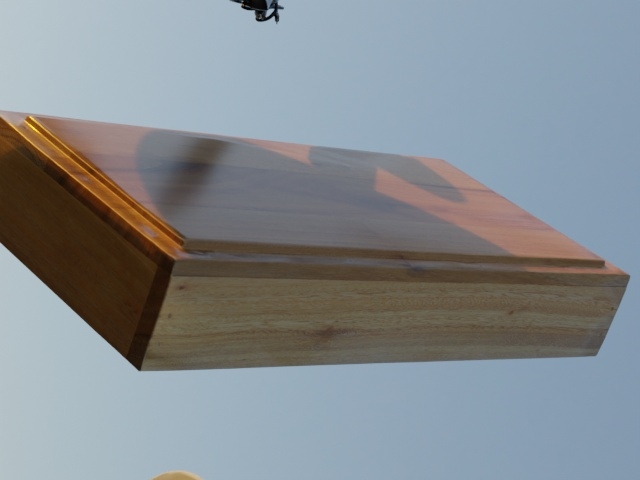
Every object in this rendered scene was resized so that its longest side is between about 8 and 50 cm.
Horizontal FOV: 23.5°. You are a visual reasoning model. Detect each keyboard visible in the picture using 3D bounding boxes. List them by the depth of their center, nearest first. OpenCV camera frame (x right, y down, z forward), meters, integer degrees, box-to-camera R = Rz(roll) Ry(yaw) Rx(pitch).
[{"bbox_3d":[-0.055,-0.215,1.191,0.192,0.038,0.100,-79,161,-71],"label":"keyboard"}]

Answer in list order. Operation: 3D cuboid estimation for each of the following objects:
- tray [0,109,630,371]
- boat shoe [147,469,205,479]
[{"bbox_3d":[0.000,0.000,1.007,0.203,0.411,0.076,36,-66,41],"label":"tray"},{"bbox_3d":[-0.062,0.319,1.290,0.156,0.136,0.367,49,-12,-27],"label":"boat shoe"}]
